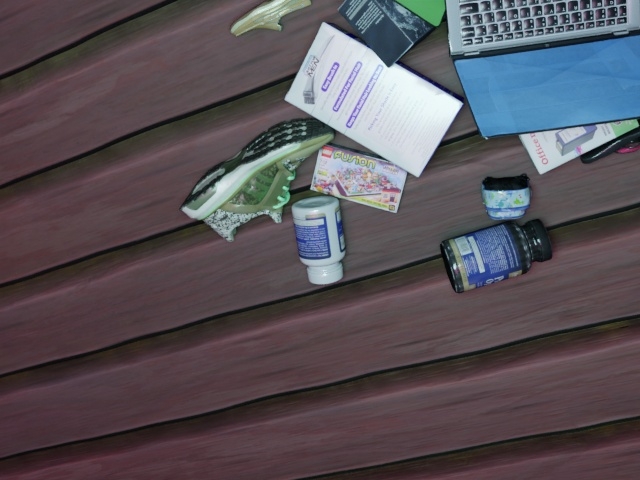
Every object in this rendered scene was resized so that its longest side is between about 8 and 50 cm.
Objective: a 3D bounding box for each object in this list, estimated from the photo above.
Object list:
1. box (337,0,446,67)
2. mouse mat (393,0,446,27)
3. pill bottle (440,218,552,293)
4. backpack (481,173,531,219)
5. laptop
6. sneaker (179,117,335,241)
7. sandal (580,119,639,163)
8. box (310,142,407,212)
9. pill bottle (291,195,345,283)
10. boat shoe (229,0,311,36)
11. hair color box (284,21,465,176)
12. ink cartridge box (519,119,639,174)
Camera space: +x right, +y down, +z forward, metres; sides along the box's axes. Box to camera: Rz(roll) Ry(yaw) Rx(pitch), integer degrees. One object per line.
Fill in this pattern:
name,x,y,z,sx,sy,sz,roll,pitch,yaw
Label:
box,0.150,-0.461,1.376,0.158,0.156,0.093,48,145,-4
mouse mat,0.201,-0.528,1.352,0.152,0.007,0.190,28,71,-17
pill bottle,0.382,0.028,1.487,0.219,0.123,0.123,-17,102,5
backpack,0.399,-0.090,1.461,0.104,0.114,0.084,-3,105,13
laptop,0.439,-0.421,1.246,0.381,0.236,0.408,-7,103,1
sneaker,-0.120,-0.133,1.579,0.410,0.158,0.182,-29,119,21
sandal,0.627,-0.201,1.406,0.179,0.067,0.040,-31,105,27
box,0.089,-0.145,1.559,0.206,0.036,0.114,16,109,8
pill bottle,0.000,0.000,1.582,0.111,0.112,0.187,-3,108,14
boat shoe,-0.108,-0.488,1.491,0.189,0.068,0.072,-26,110,19
hair color box,0.116,-0.304,1.469,0.338,0.110,0.185,31,111,1
ink cartridge box,0.510,-0.254,1.399,0.212,0.093,0.154,-26,99,20
